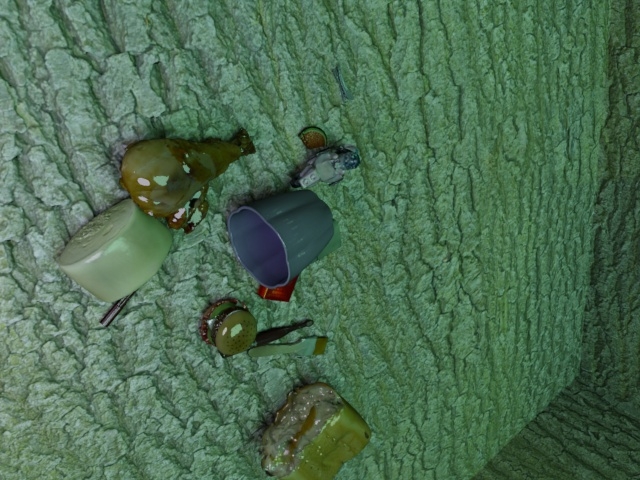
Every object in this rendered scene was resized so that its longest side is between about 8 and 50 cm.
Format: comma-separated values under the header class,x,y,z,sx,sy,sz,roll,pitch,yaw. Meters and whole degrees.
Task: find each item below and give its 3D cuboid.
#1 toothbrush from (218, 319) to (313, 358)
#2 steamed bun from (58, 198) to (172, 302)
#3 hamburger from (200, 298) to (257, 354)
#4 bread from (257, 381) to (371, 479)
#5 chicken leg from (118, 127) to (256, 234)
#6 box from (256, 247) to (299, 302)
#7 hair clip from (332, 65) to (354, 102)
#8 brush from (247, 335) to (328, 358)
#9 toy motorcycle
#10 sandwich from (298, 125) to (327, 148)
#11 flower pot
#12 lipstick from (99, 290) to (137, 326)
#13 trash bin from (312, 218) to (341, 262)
class,x,y,z,sx,sy,sz,roll,pitch,yaw
toothbrush,-0.173,0.323,1.785,0.364,0.041,0.040,-14,118,-34
steamed bun,-0.494,0.033,1.318,0.250,0.155,0.200,-44,130,-11
hamburger,-0.268,0.269,1.618,0.175,0.137,0.175,-20,122,-35
bread,-0.019,0.733,1.961,0.361,0.250,0.394,-47,135,-9
chicken leg,-0.330,-0.164,1.386,0.409,0.182,0.295,-36,139,-41
box,-0.124,0.110,1.718,0.112,0.048,0.175,12,101,-41
hair clip,0.072,-0.477,1.618,0.030,0.039,0.115,-45,128,-21
brush,-0.112,0.380,1.871,0.337,0.020,0.085,6,106,-39
toy motorcycle,0.035,-0.229,1.592,0.108,0.204,0.239,46,74,-24
sandwich,-0.023,-0.317,1.623,0.101,0.026,0.069,-12,121,-31
flower pot,-0.101,-0.021,1.564,0.243,0.265,0.265,-31,127,-39
lipstick,-0.529,0.158,1.436,0.176,0.027,0.027,-52,132,-9
trash bin,0.000,0.000,1.761,0.130,0.059,0.116,-28,127,-27
